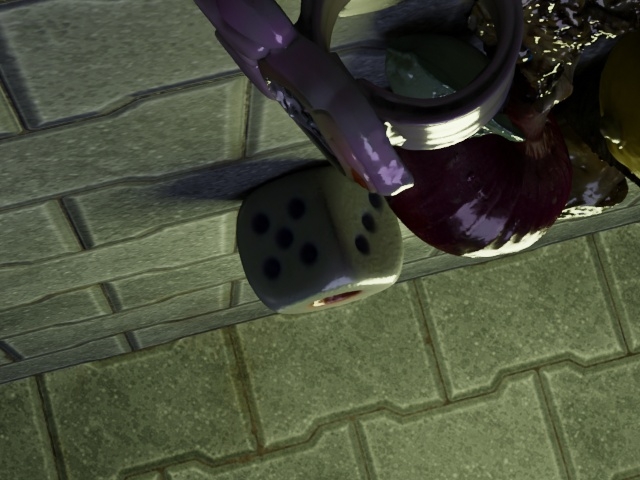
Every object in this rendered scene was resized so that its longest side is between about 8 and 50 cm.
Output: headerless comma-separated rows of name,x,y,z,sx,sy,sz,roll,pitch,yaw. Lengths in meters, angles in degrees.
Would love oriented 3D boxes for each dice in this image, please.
dice,0.000,0.000,2.020,0.194,0.192,0.193,-24,165,35

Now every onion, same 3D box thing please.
onion,0.196,-0.092,1.715,0.256,0.231,0.272,-12,175,-14

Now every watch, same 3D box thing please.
watch,0.051,-0.183,1.175,0.217,0.248,0.211,-41,169,-4

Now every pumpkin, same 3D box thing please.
pumpkin,0.412,-0.160,1.775,0.163,0.279,0.111,15,131,-12

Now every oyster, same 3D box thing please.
oyster,0.255,-0.234,1.454,0.222,0.083,0.214,1,159,-38

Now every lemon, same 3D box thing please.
lemon,0.473,-0.176,1.590,0.284,0.261,0.260,-26,177,-34

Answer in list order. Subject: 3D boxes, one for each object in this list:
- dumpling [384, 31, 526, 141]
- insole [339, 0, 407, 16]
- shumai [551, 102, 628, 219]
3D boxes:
dumpling,0.153,-0.152,1.493,0.104,0.149,0.216,-28,157,20
insole,0.127,-0.262,1.287,0.247,0.011,0.081,-16,171,10
shumai,0.308,-0.129,1.941,0.218,0.189,0.256,16,161,-31
